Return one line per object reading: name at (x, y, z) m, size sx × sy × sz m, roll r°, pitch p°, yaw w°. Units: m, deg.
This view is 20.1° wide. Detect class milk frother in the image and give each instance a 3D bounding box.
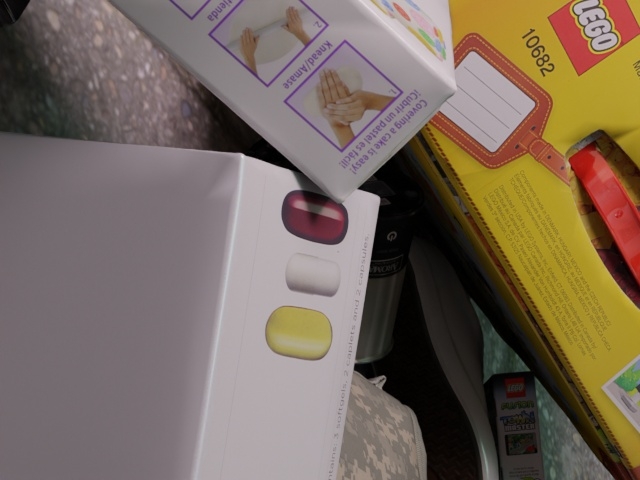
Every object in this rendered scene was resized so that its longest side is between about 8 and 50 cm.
milk frother at (0.000, 0.000, 1.392) m, size 0.143 × 0.129 × 0.135 m, roll -109°, pitch -154°, yaw -56°

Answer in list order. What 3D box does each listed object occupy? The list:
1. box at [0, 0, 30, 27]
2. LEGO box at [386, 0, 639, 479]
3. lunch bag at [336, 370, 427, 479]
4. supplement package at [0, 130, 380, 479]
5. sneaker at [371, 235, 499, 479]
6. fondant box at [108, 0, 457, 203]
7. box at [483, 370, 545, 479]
box at (-0.227, -0.307, 1.127) m, size 0.242 × 0.076 × 0.307 m, roll 58°, pitch 34°, yaw -31°
LEGO box at (0.162, -0.087, 1.426) m, size 0.500 × 0.193 × 0.372 m, roll 56°, pitch -1°, yaw -33°
lunch bag at (-0.035, 0.196, 1.170) m, size 0.235 × 0.169 × 0.287 m, roll 37°, pitch 52°, yaw -49°
supplement package at (-0.105, 0.083, 0.988) m, size 0.145 × 0.204 × 0.262 m, roll 13°, pitch 84°, yaw -57°
sneaker at (0.108, 0.133, 1.505) m, size 0.123 × 0.106 × 0.290 m, roll 3°, pitch 75°, yaw -57°
fondant box at (-0.075, -0.196, 0.982) m, size 0.330 × 0.096 × 0.238 m, roll 40°, pitch 19°, yaw -14°
box at (0.167, 0.175, 1.566) m, size 0.207 × 0.036 × 0.114 m, roll 64°, pitch 21°, yaw -83°
